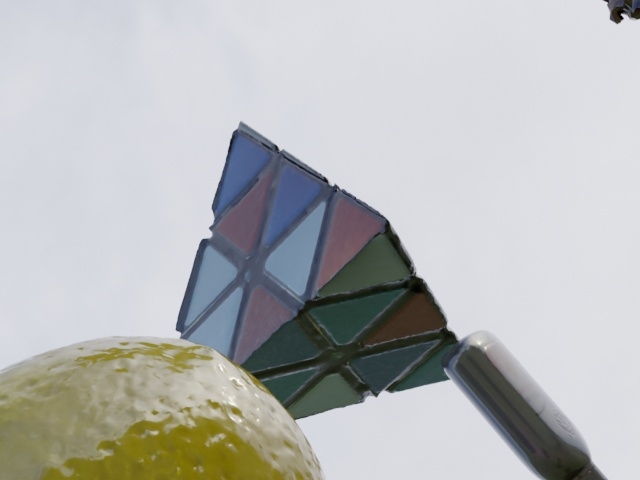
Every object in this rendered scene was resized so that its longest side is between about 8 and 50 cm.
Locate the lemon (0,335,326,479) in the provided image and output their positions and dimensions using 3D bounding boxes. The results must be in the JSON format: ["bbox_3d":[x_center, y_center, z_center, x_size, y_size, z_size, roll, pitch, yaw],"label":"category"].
[{"bbox_3d":[-0.113,0.165,0.827,0.288,0.234,0.233,-34,-44,-47],"label":"lemon"}]

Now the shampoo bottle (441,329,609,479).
[{"bbox_3d":[0.154,0.135,1.148,0.040,0.165,0.080,-45,-14,17],"label":"shampoo bottle"}]

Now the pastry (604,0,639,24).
[{"bbox_3d":[0.234,-0.206,0.760,0.193,0.275,0.274,-60,-35,-39],"label":"pastry"}]

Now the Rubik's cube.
[{"bbox_3d":[0.000,0.000,1.275,0.250,0.234,0.284,7,-44,-40],"label":"Rubik's cube"}]
